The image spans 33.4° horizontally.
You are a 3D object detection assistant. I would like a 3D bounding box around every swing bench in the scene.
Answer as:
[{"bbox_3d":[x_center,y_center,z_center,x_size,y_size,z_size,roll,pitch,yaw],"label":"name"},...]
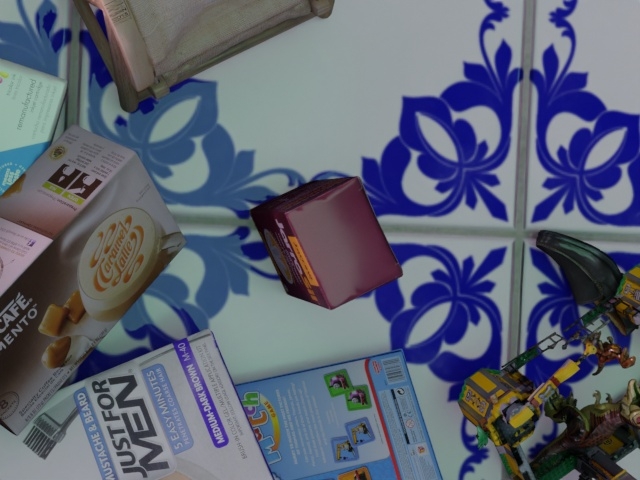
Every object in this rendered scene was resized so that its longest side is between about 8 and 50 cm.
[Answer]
[{"bbox_3d":[-0.098,-0.254,0.992,0.253,0.255,0.165,-29,98,-12],"label":"swing bench"}]

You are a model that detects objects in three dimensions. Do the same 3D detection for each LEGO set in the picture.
[{"bbox_3d":[0.330,0.196,1.118,0.331,0.192,0.255,-25,117,-16],"label":"LEGO set"}]

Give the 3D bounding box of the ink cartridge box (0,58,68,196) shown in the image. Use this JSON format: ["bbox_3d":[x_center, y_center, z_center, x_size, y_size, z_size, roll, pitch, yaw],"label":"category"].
[{"bbox_3d":[-0.371,-0.122,1.015,0.231,0.078,0.134,16,87,-14],"label":"ink cartridge box"}]

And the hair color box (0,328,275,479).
[{"bbox_3d":[-0.222,0.239,1.004,0.339,0.110,0.185,-23,67,-8],"label":"hair color box"}]

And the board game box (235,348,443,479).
[{"bbox_3d":[0.006,0.211,1.108,0.211,0.039,0.160,-10,66,-15],"label":"board game box"}]

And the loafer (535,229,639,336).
[{"bbox_3d":[0.308,0.047,1.206,0.170,0.062,0.061,32,87,-12],"label":"loafer"}]

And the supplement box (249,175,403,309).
[{"bbox_3d":[0.000,0.000,1.058,0.081,0.188,0.104,-26,98,-12],"label":"supplement box"}]

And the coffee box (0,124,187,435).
[{"bbox_3d":[-0.254,0.034,0.980,0.246,0.098,0.141,-50,144,-23],"label":"coffee box"}]
